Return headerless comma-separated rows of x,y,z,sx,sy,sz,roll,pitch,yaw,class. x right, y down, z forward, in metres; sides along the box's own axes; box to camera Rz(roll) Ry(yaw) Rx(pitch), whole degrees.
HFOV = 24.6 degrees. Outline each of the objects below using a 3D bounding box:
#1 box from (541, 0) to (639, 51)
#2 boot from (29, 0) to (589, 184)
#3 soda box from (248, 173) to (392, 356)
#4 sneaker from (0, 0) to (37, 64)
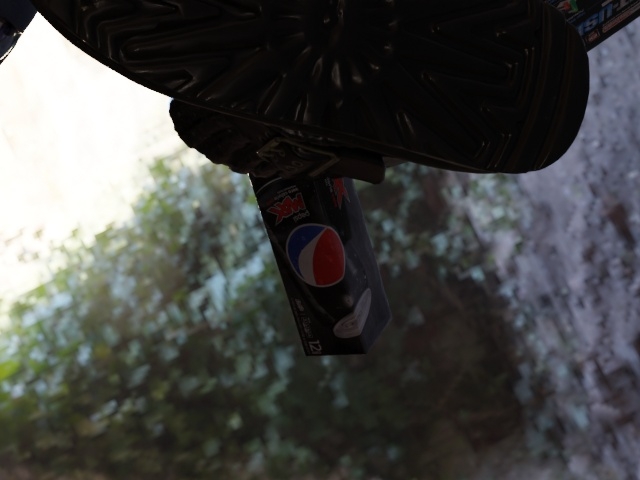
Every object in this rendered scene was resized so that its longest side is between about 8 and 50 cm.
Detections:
0.312,-0.350,1.609,0.073,0.295,0.293,58,-176,34,box
-0.046,-0.119,0.847,0.348,0.131,0.260,23,175,-26,boot
0.000,0.000,1.082,0.060,0.053,0.169,-48,-54,-53,soda box
-0.289,-0.163,1.069,0.130,0.236,0.323,32,-158,-7,sneaker
